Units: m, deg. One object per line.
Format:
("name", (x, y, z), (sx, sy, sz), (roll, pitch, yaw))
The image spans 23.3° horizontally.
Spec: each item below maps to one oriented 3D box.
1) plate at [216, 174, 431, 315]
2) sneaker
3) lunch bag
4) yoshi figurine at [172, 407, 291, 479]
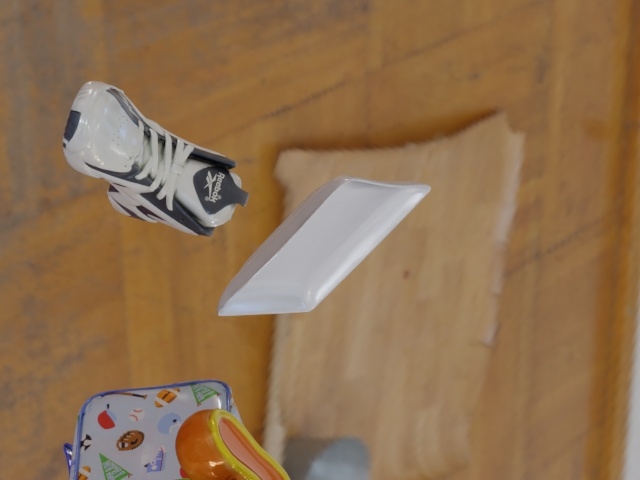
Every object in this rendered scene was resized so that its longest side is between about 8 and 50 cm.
("plate", (0.000, 0.000, 2.191), (0.277, 0.045, 0.278), (-45, 160, 20))
("sneaker", (-0.148, -0.073, 1.512), (0.235, 0.153, 0.094), (72, 35, -61))
("lunch bag", (-0.219, 0.317, 2.042), (0.303, 0.243, 0.115), (-93, 172, -50))
("yoshi figurine", (-0.199, 0.258, 1.088), (0.362, 0.203, 0.203), (-34, 169, 18))
